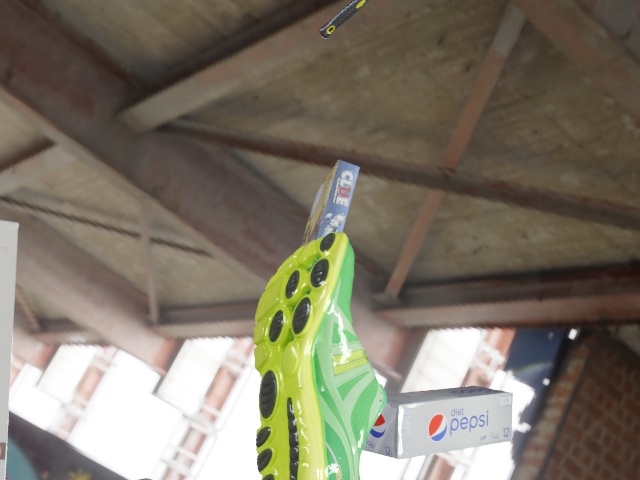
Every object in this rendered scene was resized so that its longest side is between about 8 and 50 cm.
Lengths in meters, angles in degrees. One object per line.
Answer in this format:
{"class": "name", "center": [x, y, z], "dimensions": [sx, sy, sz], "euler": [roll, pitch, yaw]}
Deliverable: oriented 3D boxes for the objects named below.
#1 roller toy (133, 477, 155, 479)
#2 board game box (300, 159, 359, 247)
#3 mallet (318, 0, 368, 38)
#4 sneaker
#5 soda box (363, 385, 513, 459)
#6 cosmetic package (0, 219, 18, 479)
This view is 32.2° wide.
{"class": "roller toy", "center": [-0.189, 0.292, 0.924], "dimensions": [0.191, 0.209, 0.146], "euler": [-33, -93, 49]}
{"class": "board game box", "center": [0.000, 0.000, 1.940], "dimensions": [0.042, 0.243, 0.165], "euler": [19, -23, -8]}
{"class": "mallet", "center": [0.080, -0.349, 1.575], "dimensions": [0.062, 0.190, 0.039], "euler": [37, 12, -38]}
{"class": "sneaker", "center": [0.001, 0.136, 1.153], "dimensions": [0.109, 0.296, 0.123], "euler": [-15, -27, 41]}
{"class": "soda box", "center": [0.197, 0.302, 1.864], "dimensions": [0.286, 0.091, 0.098], "euler": [1, 1, -40]}
{"class": "cosmetic package", "center": [-0.291, 0.097, 0.767], "dimensions": [0.107, 0.238, 0.127], "euler": [-6, -11, 42]}
